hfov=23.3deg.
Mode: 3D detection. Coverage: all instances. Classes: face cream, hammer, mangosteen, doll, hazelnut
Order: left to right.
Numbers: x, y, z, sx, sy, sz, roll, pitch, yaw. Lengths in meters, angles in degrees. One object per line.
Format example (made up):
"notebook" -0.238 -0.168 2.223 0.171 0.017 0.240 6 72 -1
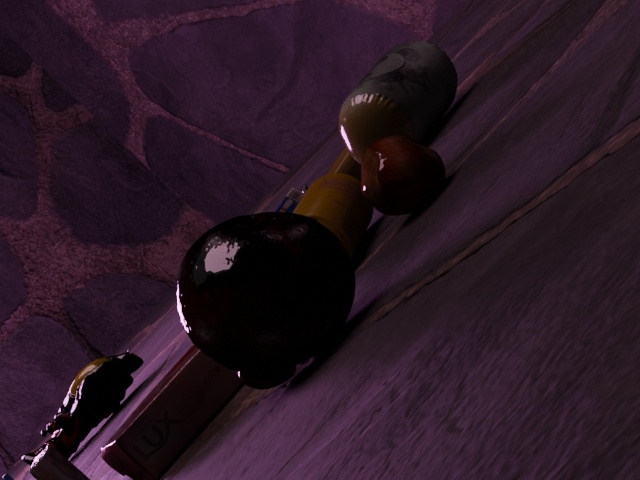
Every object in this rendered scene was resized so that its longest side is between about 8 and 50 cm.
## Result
"doll" -0.388 0.276 2.539 0.248 0.088 0.127 -51 6 -10
"mangosteen" -0.044 0.050 1.275 0.152 0.152 0.152 -46 5 5
"face cream" 0.000 0.000 1.559 0.078 0.078 0.273 -45 5 18
"hammer" 0.052 -0.110 1.986 0.305 0.113 0.202 -53 -4 40
"hazelnut" 0.077 -0.061 1.464 0.086 0.086 0.086 -46 5 5

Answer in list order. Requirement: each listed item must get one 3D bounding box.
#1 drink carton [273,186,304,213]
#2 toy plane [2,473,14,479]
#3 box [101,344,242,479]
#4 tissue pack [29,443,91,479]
"drink carton" -0.057 -0.002 2.100 0.165 0.056 0.071 -53 -13 -57
"toy plane" -0.412 0.386 1.933 0.169 0.078 0.246 -43 12 30
"box" -0.143 0.167 1.534 0.156 0.060 0.111 -47 4 -19
"tissue pack" -0.285 0.269 1.733 0.035 0.083 0.063 -48 5 0
